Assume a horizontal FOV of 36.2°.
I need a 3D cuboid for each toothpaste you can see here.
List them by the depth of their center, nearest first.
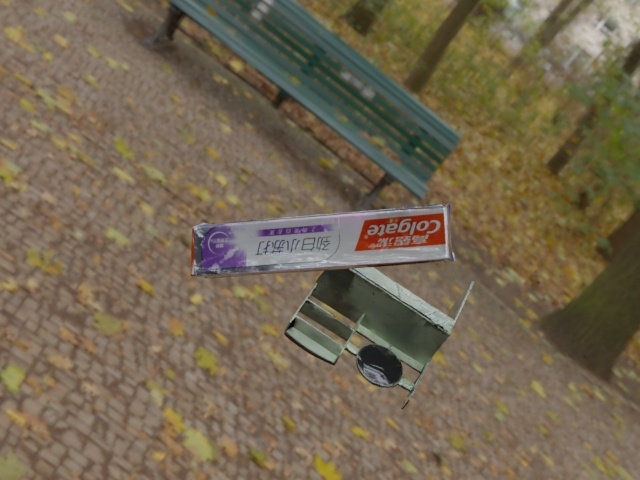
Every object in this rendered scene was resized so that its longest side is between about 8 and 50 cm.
[{"bbox_3d":[0.000,0.000,0.733,0.040,0.196,0.047,21,66,-75],"label":"toothpaste"}]

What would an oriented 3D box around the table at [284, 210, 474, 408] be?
[{"bbox_3d":[0.066,0.069,1.034,0.146,0.062,0.175,33,40,3],"label":"table"}]
